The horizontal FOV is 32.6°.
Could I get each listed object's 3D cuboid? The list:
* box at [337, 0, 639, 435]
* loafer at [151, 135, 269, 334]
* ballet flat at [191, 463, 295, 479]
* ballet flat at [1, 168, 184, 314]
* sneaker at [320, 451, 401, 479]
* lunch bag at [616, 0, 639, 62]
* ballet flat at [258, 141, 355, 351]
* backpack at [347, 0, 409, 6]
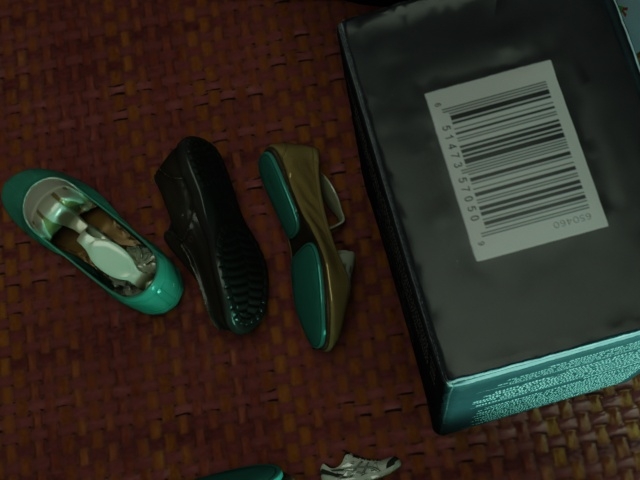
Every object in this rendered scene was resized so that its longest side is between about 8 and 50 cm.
[{"bbox_3d":[0.163,-0.010,0.964,0.212,0.395,0.293,-16,75,1],"label":"box"},{"bbox_3d":[-0.120,0.001,1.166,0.078,0.080,0.220,-27,72,32],"label":"loafer"},{"bbox_3d":[-0.203,0.320,1.066,0.400,0.139,0.139,-14,74,6],"label":"ballet flat"},{"bbox_3d":[-0.250,-0.012,1.167,0.247,0.087,0.083,35,81,14],"label":"ballet flat"},{"bbox_3d":[0.039,0.228,1.102,0.083,0.032,0.037,-18,74,0],"label":"sneaker"},{"bbox_3d":[0.367,-0.144,0.997,0.239,0.385,0.328,-12,72,-28],"label":"lunch bag"},{"bbox_3d":[0.000,0.000,1.149,0.073,0.080,0.232,-8,75,-27],"label":"ballet flat"},{"bbox_3d":[0.130,-0.334,1.021,0.355,0.290,0.273,-34,108,-35],"label":"backpack"}]
